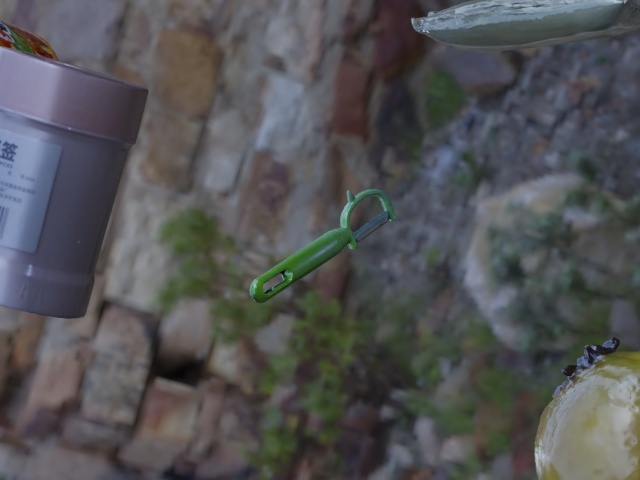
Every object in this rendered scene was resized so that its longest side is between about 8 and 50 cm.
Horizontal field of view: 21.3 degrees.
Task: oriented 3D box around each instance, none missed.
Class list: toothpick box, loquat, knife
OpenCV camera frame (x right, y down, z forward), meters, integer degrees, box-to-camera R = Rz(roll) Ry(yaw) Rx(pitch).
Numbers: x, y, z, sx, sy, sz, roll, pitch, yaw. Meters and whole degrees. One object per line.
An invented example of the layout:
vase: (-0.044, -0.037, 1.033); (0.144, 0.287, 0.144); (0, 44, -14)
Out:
toothpick box: (-0.173, -0.036, 1.057); (0.098, 0.098, 0.148); (-150, 75, -71)
loquat: (0.341, 0.226, 1.871); (0.244, 0.244, 0.243); (-162, 90, -71)
knife: (0.001, 0.000, 1.632); (0.015, 0.212, 0.054); (-2, 114, 44)

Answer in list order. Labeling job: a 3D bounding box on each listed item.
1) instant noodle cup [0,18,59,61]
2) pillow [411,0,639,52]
instant noodle cup: (-0.348, -0.105, 1.431); (0.250, 0.192, 0.250); (-14, 70, 44)
pillow: (0.195, -0.199, 1.511); (0.208, 0.119, 0.053); (-3, 96, 32)
